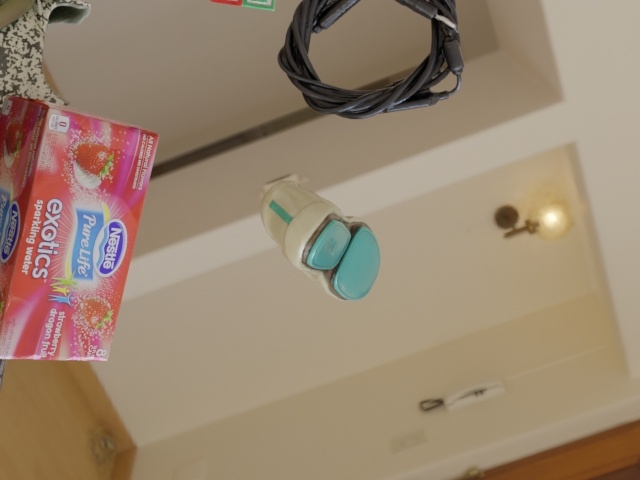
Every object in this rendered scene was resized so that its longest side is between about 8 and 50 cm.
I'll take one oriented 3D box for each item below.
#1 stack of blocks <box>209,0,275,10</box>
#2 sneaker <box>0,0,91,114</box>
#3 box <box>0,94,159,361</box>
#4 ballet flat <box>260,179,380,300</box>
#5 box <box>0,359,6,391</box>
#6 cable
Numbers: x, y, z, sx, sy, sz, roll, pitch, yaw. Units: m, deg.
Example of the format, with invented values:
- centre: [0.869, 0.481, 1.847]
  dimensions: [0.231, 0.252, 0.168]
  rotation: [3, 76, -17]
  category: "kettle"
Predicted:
- centre: [-0.107, -0.434, 1.193]
  dimensions: [0.297, 0.087, 0.171]
  rotation: [-110, -153, -69]
  category: "stack of blocks"
- centre: [-0.364, -0.300, 0.971]
  dimensions: [0.158, 0.182, 0.411]
  rotation: [162, -73, -66]
  category: "sneaker"
- centre: [-0.277, -0.011, 0.877]
  dimensions: [0.122, 0.128, 0.257]
  rotation: [20, -83, 47]
  category: "box"
- centre: [0.000, 0.000, 0.820]
  dimensions: [0.248, 0.086, 0.086]
  rotation: [48, 22, -70]
  category: "ballet flat"
- centre: [-0.479, 0.120, 1.121]
  dimensions: [0.216, 0.060, 0.270]
  rotation: [-90, -170, -89]
  category: "box"
- centre: [0.048, -0.197, 0.812]
  dimensions: [0.047, 0.184, 0.151]
  rotation: [-116, -161, -76]
  category: "cable"
